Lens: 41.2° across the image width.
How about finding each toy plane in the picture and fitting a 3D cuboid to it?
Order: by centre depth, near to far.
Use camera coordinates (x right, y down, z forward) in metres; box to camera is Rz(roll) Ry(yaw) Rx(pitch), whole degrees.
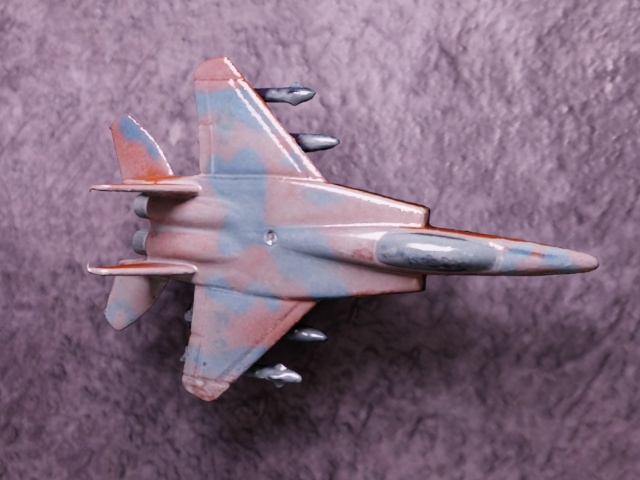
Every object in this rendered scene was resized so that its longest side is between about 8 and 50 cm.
[{"bbox_3d":[0.002,0.000,0.530,0.326,0.104,0.223,4,94,16],"label":"toy plane"}]
